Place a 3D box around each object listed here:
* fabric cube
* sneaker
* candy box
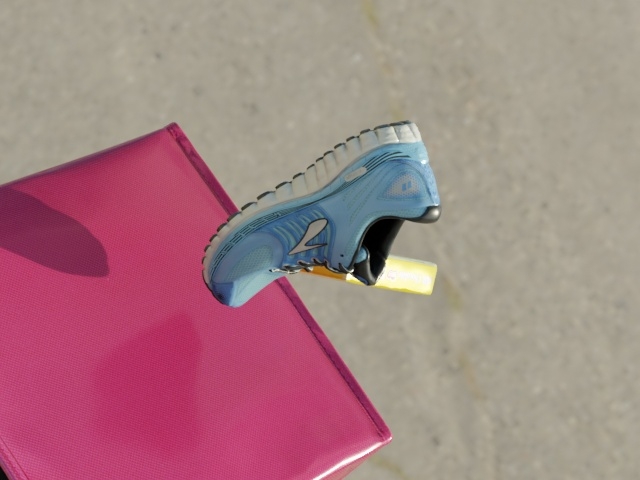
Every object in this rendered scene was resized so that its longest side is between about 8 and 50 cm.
[{"bbox_3d":[-0.169,0.122,1.181,0.258,0.259,0.254,-26,76,-46],"label":"fabric cube"},{"bbox_3d":[0.000,0.000,1.073,0.063,0.162,0.073,-16,74,-57],"label":"sneaker"},{"bbox_3d":[-0.033,0.005,1.320,0.105,0.206,0.027,14,88,-53],"label":"candy box"}]
